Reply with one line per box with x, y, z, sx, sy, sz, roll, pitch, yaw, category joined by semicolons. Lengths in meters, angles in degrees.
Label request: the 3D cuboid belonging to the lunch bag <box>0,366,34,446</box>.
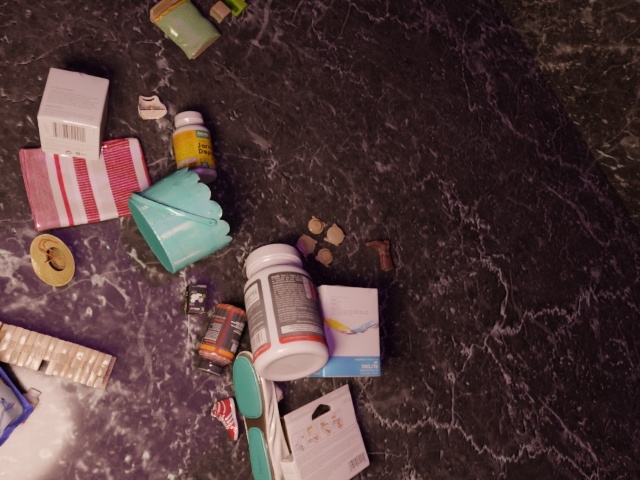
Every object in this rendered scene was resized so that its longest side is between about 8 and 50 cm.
-0.883;0.331;1.077;0.328;0.239;0.385;-35;100;-6;lunch bag

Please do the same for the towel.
-0.661;-0.169;1.476;0.329;0.037;0.236;-13;84;-28;towel

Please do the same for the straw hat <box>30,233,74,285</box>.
-0.702;0.045;1.382;0.144;0.145;0.061;54;19;-4;straw hat

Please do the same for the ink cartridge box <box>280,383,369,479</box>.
0.006;0.599;1.522;0.296;0.066;0.260;-8;81;-49;ink cartridge box

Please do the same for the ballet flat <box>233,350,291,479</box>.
-0.159;0.512;1.501;0.139;0.139;0.399;-10;85;-27;ballet flat

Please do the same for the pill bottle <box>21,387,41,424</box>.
-0.737;0.413;1.281;0.043;0.043;0.083;33;64;-15;pill bottle

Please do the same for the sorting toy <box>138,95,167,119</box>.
-0.532;-0.421;1.603;0.083;0.045;0.075;-9;73;-27;sorting toy

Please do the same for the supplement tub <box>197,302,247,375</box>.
-0.289;0.289;1.495;0.106;0.106;0.197;26;67;-18;supplement tub

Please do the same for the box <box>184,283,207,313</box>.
-0.368;0.175;1.511;0.052;0.062;0.083;7;73;-26;box

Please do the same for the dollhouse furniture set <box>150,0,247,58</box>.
-0.393;-0.786;1.701;0.198;0.151;0.301;41;63;-11;dollhouse furniture set

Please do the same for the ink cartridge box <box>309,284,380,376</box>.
0.053;0.288;1.607;0.197;0.198;0.269;6;75;-24;ink cartridge box

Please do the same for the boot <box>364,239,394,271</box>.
0.212;0.058;1.839;0.107;0.037;0.114;-3;83;-24;boot

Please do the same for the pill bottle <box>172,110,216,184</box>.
-0.393;-0.285;1.588;0.118;0.118;0.208;-6;79;-27;pill bottle

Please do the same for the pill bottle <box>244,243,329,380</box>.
-0.110;0.200;1.489;0.210;0.210;0.362;5;50;-25;pill bottle

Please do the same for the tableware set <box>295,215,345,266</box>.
0.000;0.000;1.759;0.141;0.020;0.168;34;66;-12;tableware set

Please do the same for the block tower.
-0.700;0.290;1.304;0.336;0.097;0.090;23;69;-20;block tower

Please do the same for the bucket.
-0.400;-0.055;1.446;0.183;0.281;0.281;-33;92;-24;bucket

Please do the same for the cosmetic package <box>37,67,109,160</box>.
-0.679;-0.348;1.421;0.152;0.151;0.183;8;58;-19;cosmetic package

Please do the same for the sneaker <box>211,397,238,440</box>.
-0.276;0.519;1.476;0.067;0.042;0.118;-3;70;-30;sneaker
